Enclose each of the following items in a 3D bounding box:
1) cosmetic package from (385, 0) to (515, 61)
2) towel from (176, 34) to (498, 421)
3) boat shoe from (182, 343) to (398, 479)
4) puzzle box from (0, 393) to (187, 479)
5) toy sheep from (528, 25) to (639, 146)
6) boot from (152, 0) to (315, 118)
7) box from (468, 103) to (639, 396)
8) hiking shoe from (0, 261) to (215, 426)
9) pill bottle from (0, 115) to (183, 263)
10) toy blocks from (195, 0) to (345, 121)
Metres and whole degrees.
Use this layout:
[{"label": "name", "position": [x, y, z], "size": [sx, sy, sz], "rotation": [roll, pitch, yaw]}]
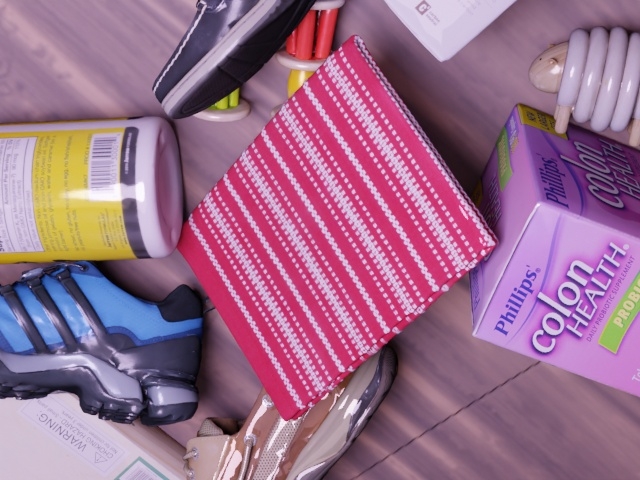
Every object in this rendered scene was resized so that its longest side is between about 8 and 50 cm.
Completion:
[{"label": "cosmetic package", "position": [0.149, -0.246, 0.877], "size": [0.231, 0.117, 0.085], "rotation": [-39, 107, 21]}, {"label": "towel", "position": [0.000, 0.000, 0.954], "size": [0.275, 0.031, 0.199], "rotation": [-44, 72, 38]}, {"label": "boat shoe", "position": [-0.062, 0.204, 1.086], "size": [0.120, 0.122, 0.324], "rotation": [35, 91, 3]}, {"label": "puzzle box", "position": [-0.280, 0.247, 1.174], "size": [0.409, 0.052, 0.272], "rotation": [41, 110, -14]}, {"label": "toy sheep", "position": [0.228, -0.123, 0.944], "size": [0.132, 0.091, 0.091], "rotation": [9, 115, 4]}, {"label": "boot", "position": [-0.084, -0.227, 0.895], "size": [0.178, 0.085, 0.236], "rotation": [43, 103, 8]}, {"label": "box", "position": [0.246, 0.018, 0.936], "size": [0.243, 0.213, 0.117], "rotation": [20, 115, -4]}, {"label": "hiking shoe", "position": [-0.245, 0.070, 1.042], "size": [0.304, 0.132, 0.113], "rotation": [16, 160, -18]}, {"label": "pill bottle", "position": [-0.226, -0.040, 0.999], "size": [0.208, 0.119, 0.119], "rotation": [-2, 115, 6]}, {"label": "toy blocks", "position": [-0.044, -0.169, 0.961], "size": [0.123, 0.054, 0.148], "rotation": [6, 115, 1]}]
